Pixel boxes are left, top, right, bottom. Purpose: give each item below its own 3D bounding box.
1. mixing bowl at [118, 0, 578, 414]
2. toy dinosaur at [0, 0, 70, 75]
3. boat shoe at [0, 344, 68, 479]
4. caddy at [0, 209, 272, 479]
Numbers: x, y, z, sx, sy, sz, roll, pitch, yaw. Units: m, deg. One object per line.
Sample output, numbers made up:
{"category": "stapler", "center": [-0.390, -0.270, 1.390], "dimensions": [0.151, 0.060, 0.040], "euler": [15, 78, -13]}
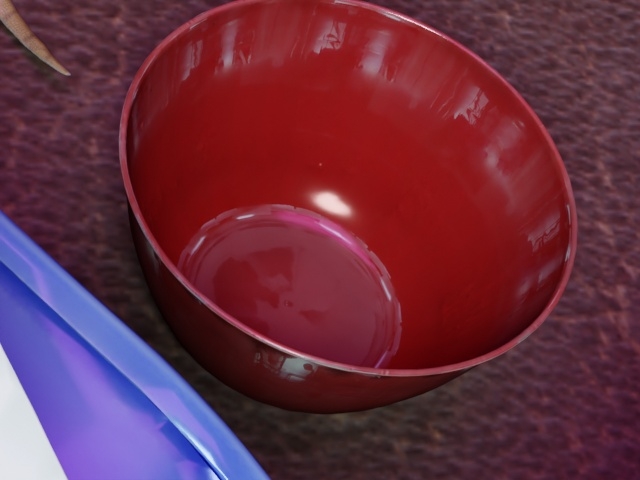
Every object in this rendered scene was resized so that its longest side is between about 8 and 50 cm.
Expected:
{"category": "mixing bowl", "center": [0.000, 0.000, 0.742], "dimensions": [0.181, 0.098, 0.181], "euler": [10, 53, -13]}
{"category": "toy dinosaur", "center": [-0.184, -0.167, 0.817], "dimensions": [0.211, 0.064, 0.112], "euler": [50, 29, -25]}
{"category": "boat shoe", "center": [-0.129, 0.029, 0.386], "dimensions": [0.102, 0.108, 0.301], "euler": [-24, 76, -23]}
{"category": "caddy", "center": [-0.131, 0.077, 0.550], "dimensions": [0.341, 0.241, 0.179], "euler": [42, 59, 12]}
